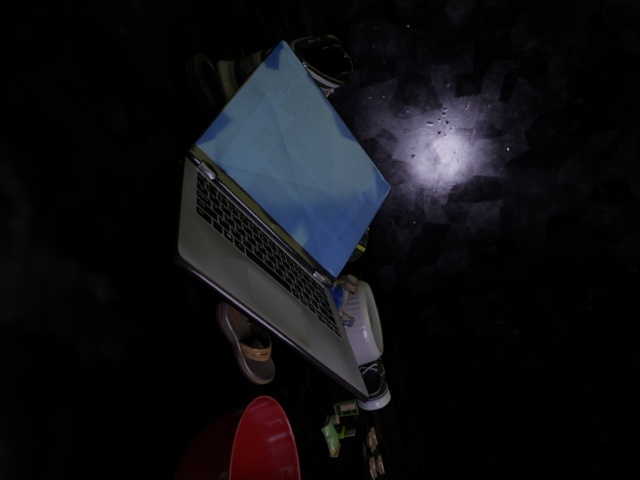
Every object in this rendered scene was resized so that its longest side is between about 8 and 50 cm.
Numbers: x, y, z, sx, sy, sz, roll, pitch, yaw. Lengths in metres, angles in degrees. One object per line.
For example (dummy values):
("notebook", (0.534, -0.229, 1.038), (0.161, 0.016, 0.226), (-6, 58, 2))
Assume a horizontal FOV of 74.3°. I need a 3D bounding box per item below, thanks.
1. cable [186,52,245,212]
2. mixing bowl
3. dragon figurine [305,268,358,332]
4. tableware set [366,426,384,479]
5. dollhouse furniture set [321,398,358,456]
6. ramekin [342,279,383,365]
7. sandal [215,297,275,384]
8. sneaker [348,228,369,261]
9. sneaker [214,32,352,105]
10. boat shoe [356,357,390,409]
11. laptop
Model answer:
("cable", (-0.178, -0.178, 0.752), (0.287, 0.072, 0.139), (60, 33, -15))
("mixing bowl", (-0.098, 0.274, 0.467), (0.181, 0.098, 0.182), (-15, 90, -77))
("dragon figurine", (-0.008, 0.112, 1.012), (0.289, 0.144, 0.085), (40, 23, -10))
("tableware set", (0.172, 0.676, 1.345), (0.169, 0.020, 0.141), (46, 33, -66))
("dollhouse furniture set", (0.053, 0.440, 1.008), (0.151, 0.058, 0.076), (-33, 108, -76))
("ramekin", (0.100, 0.241, 1.254), (0.273, 0.127, 0.273), (-14, 90, -76))
("sandal", (-0.106, 0.156, 0.661), (0.072, 0.048, 0.180), (-79, 152, -60))
("sneaker", (-0.047, -0.110, 0.869), (0.145, 0.147, 0.385), (-44, 117, -35))
("sneaker", (-0.034, -0.322, 0.991), (0.447, 0.257, 0.169), (-5, 82, -77))
("boat shoe", (0.163, 0.437, 1.368), (0.301, 0.108, 0.102), (-41, 117, -78))
("laptop", (0.000, -0.045, 0.663), (0.382, 0.236, 0.408), (45, 13, -34))
